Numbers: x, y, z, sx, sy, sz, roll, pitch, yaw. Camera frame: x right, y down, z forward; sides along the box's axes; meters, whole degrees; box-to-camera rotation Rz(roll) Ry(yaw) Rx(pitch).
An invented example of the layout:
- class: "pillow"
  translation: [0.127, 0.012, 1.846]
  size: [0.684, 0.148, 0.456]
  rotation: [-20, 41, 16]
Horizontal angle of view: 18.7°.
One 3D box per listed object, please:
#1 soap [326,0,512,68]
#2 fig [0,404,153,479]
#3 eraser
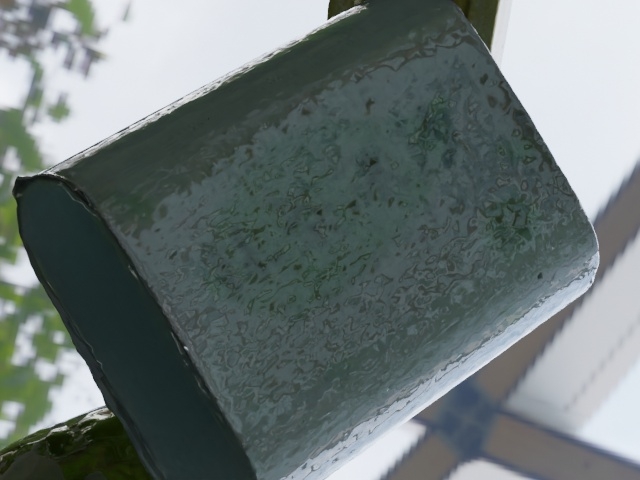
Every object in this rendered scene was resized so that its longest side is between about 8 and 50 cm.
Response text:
- class: "soap"
  translation: [0.057, -0.164, 0.976]
  size: [0.092, 0.037, 0.252]
  rotation: [19, -58, 18]
- class: "fig"
  translation: [-0.106, 0.222, 1.036]
  size: [0.233, 0.233, 0.314]
  rotation: [-60, -169, 15]
- class: "eraser"
  translation: [0.000, 0.000, 0.855]
  size: [0.081, 0.227, 0.174]
  rotation: [-26, -85, 55]
